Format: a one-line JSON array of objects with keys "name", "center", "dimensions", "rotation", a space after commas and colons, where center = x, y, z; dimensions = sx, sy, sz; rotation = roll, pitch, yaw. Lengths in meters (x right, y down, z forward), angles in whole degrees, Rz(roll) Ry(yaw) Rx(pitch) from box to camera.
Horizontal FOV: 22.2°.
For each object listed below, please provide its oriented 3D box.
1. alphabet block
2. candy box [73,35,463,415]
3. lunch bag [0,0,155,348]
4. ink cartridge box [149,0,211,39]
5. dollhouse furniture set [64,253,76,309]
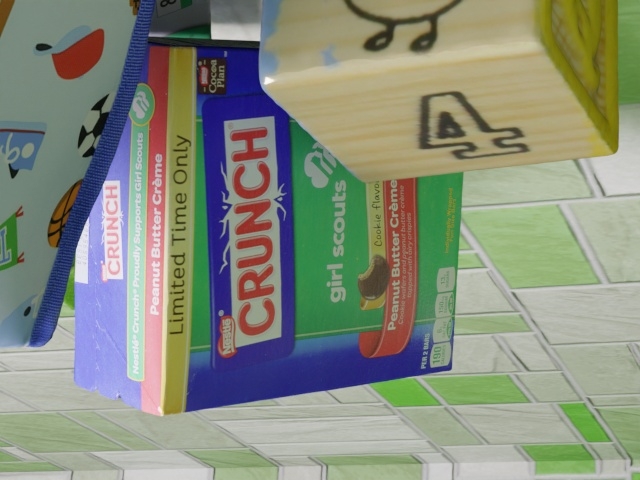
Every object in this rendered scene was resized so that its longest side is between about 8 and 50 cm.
[{"name": "alphabet block", "center": [0.088, -0.164, 1.125], "dimensions": [0.197, 0.192, 0.193], "rotation": [-7, 160, 24]}, {"name": "candy box", "center": [-0.032, -0.021, 1.277], "dimensions": [0.317, 0.268, 0.122], "rotation": [-4, -171, -42]}, {"name": "lunch bag", "center": [-0.282, -0.136, 0.970], "dimensions": [0.239, 0.385, 0.328], "rotation": [38, -154, 31]}, {"name": "ink cartridge box", "center": [-0.193, -0.141, 1.256], "dimensions": [0.224, 0.056, 0.181], "rotation": [-24, 155, -14]}, {"name": "dollhouse furniture set", "center": [-0.095, -0.032, 1.516], "dimensions": [0.301, 0.151, 0.197], "rotation": [-31, 136, 10]}]
